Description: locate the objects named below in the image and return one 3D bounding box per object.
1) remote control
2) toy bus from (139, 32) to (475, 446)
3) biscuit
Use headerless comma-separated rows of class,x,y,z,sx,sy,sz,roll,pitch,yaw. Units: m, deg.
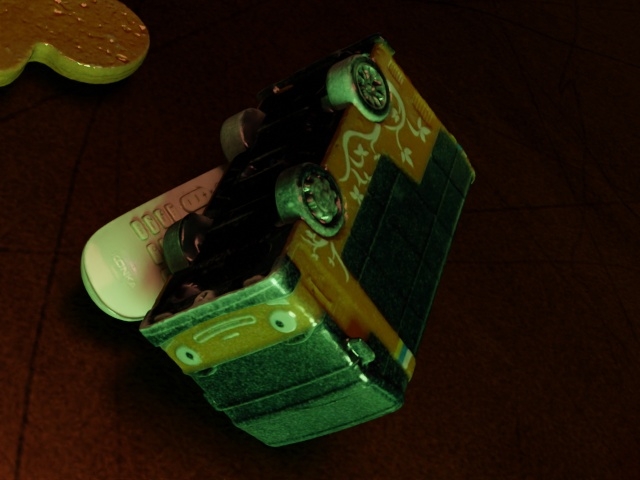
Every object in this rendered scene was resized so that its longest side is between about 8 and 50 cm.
remote control,-0.095,-0.001,1.035,0.073,0.044,0.229,57,38,0
toy bus,0.000,0.000,1.001,0.167,0.139,0.275,51,38,-23
biscuit,-0.255,-0.179,1.090,0.250,0.036,0.165,17,47,-14
